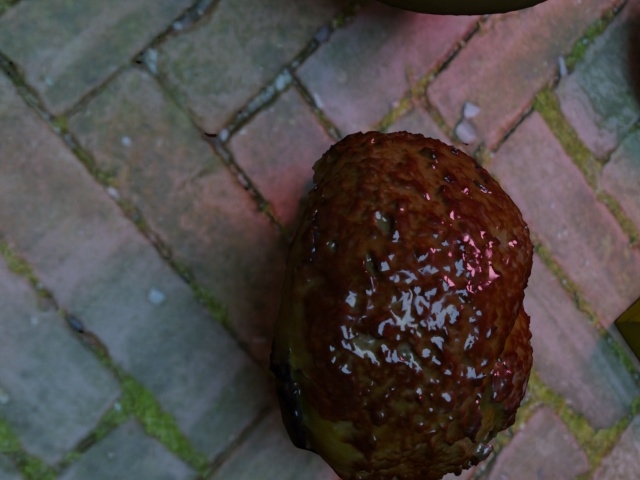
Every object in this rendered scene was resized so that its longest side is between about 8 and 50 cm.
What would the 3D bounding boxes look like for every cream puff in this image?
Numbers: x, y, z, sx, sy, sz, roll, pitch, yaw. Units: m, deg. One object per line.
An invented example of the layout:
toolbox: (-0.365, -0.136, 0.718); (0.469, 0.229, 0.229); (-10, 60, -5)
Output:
cream puff: (0.059, 0.049, 0.639); (0.164, 0.240, 0.240); (14, 78, 10)

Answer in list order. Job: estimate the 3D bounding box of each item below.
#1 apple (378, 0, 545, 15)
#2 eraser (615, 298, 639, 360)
apple: (0.098, -0.296, 0.676); (0.292, 0.254, 0.291); (4, 80, -22)
eraser: (0.327, 0.071, 0.846); (0.122, 0.045, 0.097); (-37, 100, -21)
